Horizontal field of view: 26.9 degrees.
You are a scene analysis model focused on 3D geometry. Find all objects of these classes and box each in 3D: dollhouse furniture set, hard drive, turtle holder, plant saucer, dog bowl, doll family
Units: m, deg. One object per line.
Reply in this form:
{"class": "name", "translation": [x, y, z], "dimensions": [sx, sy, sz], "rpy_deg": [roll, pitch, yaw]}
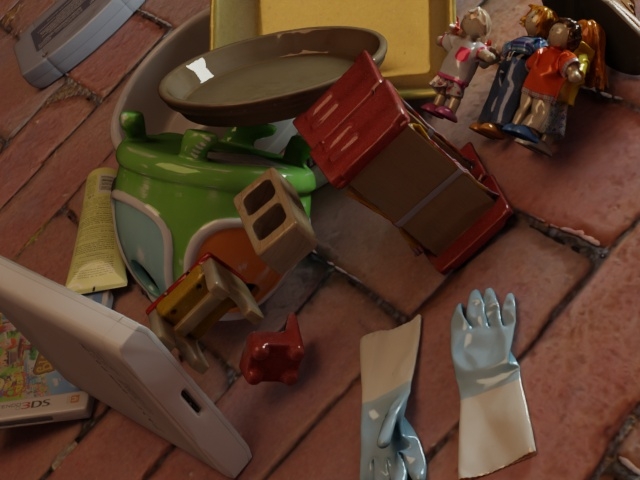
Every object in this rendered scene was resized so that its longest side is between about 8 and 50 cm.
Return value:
{"class": "dollhouse furniture set", "translation": [0.000, 0.000, 1.481], "dimensions": [0.374, 0.201, 0.152], "rpy_deg": [-42, 35, 12]}
{"class": "hard drive", "translation": [-0.248, 0.135, 1.531], "dimensions": [0.353, 0.233, 0.047], "rpy_deg": [18, 61, 48]}
{"class": "turtle holder", "translation": [-0.160, -0.035, 1.630], "dimensions": [0.320, 0.243, 0.227], "rpy_deg": [14, 102, 29]}
{"class": "plant saucer", "translation": [-0.055, -0.195, 1.589], "dimensions": [0.278, 0.041, 0.278], "rpy_deg": [-10, 23, 4]}
{"class": "plant saucer", "translation": [0.023, -0.327, 1.742], "dimensions": [0.333, 0.081, 0.332], "rpy_deg": [-3, 80, 19]}
{"class": "dog bowl", "translation": [-0.160, -0.210, 1.938], "dimensions": [0.349, 0.102, 0.348], "rpy_deg": [-27, 38, 23]}
{"class": "doll family", "translation": [0.238, -0.190, 1.516], "dimensions": [0.263, 0.118, 0.163], "rpy_deg": [25, 91, 58]}

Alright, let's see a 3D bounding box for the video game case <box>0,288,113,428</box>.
{"class": "video game case", "translation": [-0.385, 0.159, 1.791], "dimensions": [0.193, 0.023, 0.212], "rpy_deg": [-8, 44, 11]}

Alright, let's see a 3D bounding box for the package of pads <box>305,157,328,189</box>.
{"class": "package of pads", "translation": [-0.005, -0.093, 1.718], "dimensions": [0.083, 0.032, 0.050], "rpy_deg": [-30, 40, 20]}

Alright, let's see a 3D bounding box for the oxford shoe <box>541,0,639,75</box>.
{"class": "oxford shoe", "translation": [0.333, -0.258, 1.518], "dimensions": [0.076, 0.076, 0.212], "rpy_deg": [-15, 40, -14]}

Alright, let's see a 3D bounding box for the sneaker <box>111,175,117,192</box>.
{"class": "sneaker", "translation": [-0.266, -0.063, 1.860], "dimensions": [0.051, 0.170, 0.089], "rpy_deg": [-38, 59, -5]}

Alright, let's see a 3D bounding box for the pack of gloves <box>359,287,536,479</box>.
{"class": "pack of gloves", "translation": [0.111, 0.144, 1.344], "dimensions": [0.195, 0.046, 0.232], "rpy_deg": [-27, 39, 25]}

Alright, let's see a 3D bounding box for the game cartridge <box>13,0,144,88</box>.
{"class": "game cartridge", "translation": [-0.441, -0.412, 2.474], "dimensions": [0.294, 0.060, 0.196], "rpy_deg": [-40, 31, 7]}

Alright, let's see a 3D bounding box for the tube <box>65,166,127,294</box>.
{"class": "tube", "translation": [-0.317, -0.008, 1.921], "dimensions": [0.070, 0.062, 0.240], "rpy_deg": [-46, 30, 30]}
